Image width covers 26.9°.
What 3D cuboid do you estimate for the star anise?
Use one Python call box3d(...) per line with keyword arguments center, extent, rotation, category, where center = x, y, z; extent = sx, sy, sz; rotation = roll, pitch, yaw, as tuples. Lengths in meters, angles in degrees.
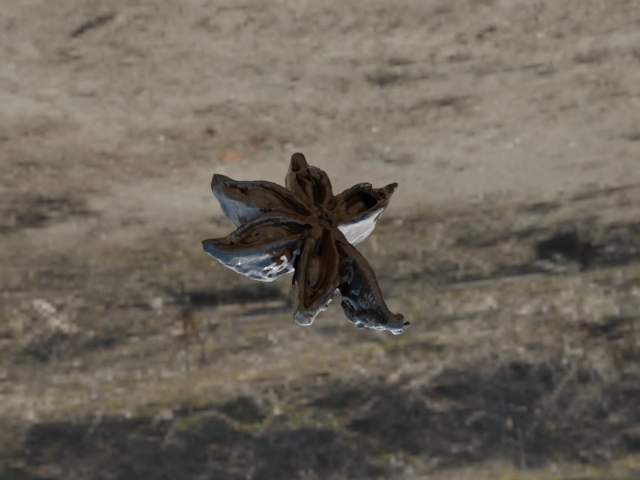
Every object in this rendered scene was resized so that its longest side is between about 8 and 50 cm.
box3d(center=(-0.016, -0.002, 1.109), extent=(0.171, 0.208, 0.063), rotation=(12, 130, -11), category="star anise")
